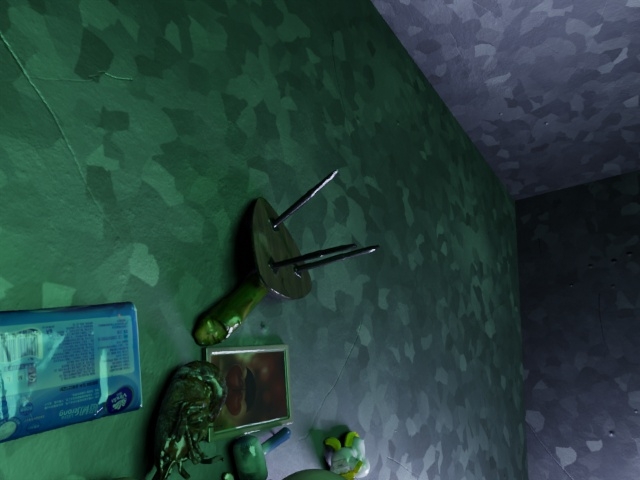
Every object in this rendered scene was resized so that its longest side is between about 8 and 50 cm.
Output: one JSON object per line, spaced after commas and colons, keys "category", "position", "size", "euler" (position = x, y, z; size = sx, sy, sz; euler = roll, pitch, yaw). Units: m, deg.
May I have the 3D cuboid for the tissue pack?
{"category": "tissue pack", "position": [-0.456, 0.213, 0.857], "size": [0.263, 0.146, 0.198], "euler": [3, 77, -53]}

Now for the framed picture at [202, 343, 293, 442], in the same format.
{"category": "framed picture", "position": [-0.175, 0.371, 1.280], "size": [0.290, 0.020, 0.211], "euler": [12, 69, -51]}

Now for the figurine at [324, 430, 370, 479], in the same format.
{"category": "figurine", "position": [0.092, 0.628, 1.489], "size": [0.178, 0.109, 0.129], "euler": [16, 43, -53]}

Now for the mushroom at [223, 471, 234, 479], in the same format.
{"category": "mushroom", "position": [-0.212, 0.581, 1.158], "size": [0.049, 0.019, 0.101], "euler": [22, 61, -45]}

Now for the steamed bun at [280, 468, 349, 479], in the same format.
{"category": "steamed bun", "position": [0.024, 0.673, 1.072], "size": [0.374, 0.241, 0.374], "euler": [-20, 90, -75]}

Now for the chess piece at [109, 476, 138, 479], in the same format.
{"category": "chess piece", "position": [-0.412, 0.479, 0.829], "size": [0.300, 0.167, 0.166], "euler": [15, 66, -55]}

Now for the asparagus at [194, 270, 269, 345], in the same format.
{"category": "asparagus", "position": [-0.187, 0.144, 1.291], "size": [0.082, 0.085, 0.343], "euler": [45, 43, 0]}

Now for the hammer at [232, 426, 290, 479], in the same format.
{"category": "hammer", "position": [-0.133, 0.512, 1.250], "size": [0.194, 0.070, 0.116], "euler": [-12, 87, -58]}

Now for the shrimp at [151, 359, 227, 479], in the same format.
{"category": "shrimp", "position": [-0.278, 0.408, 1.047], "size": [0.145, 0.116, 0.343], "euler": [44, 41, -31]}

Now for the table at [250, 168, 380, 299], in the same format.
{"category": "table", "position": [0.000, 0.000, 1.383], "size": [0.317, 0.249, 0.317], "euler": [54, 22, -33]}
